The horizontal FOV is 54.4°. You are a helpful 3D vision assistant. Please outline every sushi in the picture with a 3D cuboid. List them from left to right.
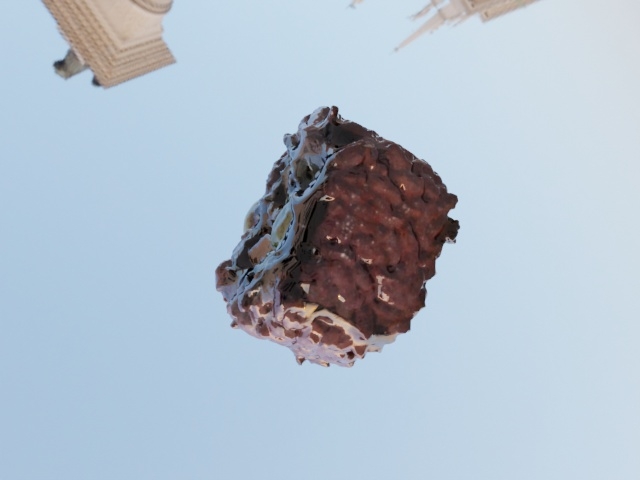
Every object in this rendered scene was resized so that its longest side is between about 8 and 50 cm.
[{"bbox_3d":[0.000,0.000,0.686,0.170,0.236,0.270,30,-99,-32],"label":"sushi"}]
